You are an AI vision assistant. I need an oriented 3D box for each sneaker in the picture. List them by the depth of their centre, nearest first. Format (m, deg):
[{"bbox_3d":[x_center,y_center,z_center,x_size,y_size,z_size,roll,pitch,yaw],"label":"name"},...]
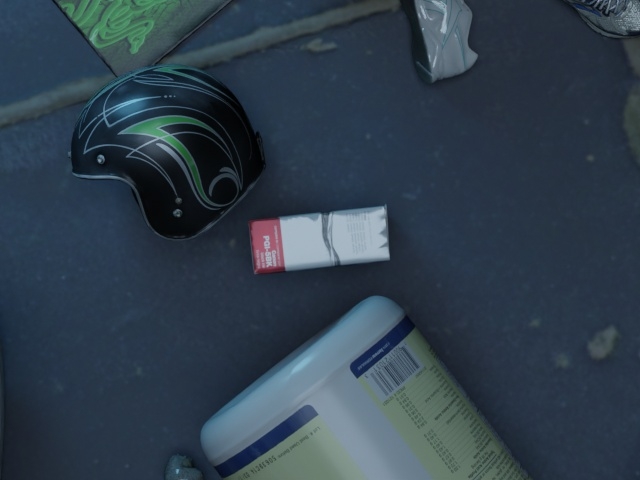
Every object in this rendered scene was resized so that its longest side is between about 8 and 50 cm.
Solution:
[{"bbox_3d":[0.273,-0.245,1.685,0.135,0.058,0.052,29,90,0],"label":"sneaker"},{"bbox_3d":[0.116,-0.236,1.695,0.061,0.054,0.152,-13,92,-15],"label":"sneaker"}]

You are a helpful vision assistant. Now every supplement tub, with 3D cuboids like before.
[{"bbox_3d":[0.067,0.241,1.596,0.235,0.235,0.325,-37,90,0],"label":"supplement tub"}]

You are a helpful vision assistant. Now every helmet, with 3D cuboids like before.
[{"bbox_3d":[-0.153,-0.092,1.638,0.169,0.169,0.161,-39,105,0],"label":"helmet"}]

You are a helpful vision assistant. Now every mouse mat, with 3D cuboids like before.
[{"bbox_3d":[-0.174,-0.273,1.716,0.190,0.007,0.152,-40,90,1],"label":"mouse mat"}]

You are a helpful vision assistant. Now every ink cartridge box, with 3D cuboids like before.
[{"bbox_3d":[0.000,0.000,1.665,0.135,0.099,0.056,-6,90,1],"label":"ink cartridge box"}]

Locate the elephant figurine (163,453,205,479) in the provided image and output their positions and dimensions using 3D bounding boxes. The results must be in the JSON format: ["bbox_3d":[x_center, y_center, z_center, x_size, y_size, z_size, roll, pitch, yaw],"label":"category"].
[{"bbox_3d":[-0.141,0.371,1.656,0.239,0.186,0.169,45,133,11],"label":"elephant figurine"}]

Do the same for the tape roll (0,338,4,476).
[{"bbox_3d":[-0.370,0.190,1.576,0.100,0.286,0.286,3,90,0],"label":"tape roll"}]
